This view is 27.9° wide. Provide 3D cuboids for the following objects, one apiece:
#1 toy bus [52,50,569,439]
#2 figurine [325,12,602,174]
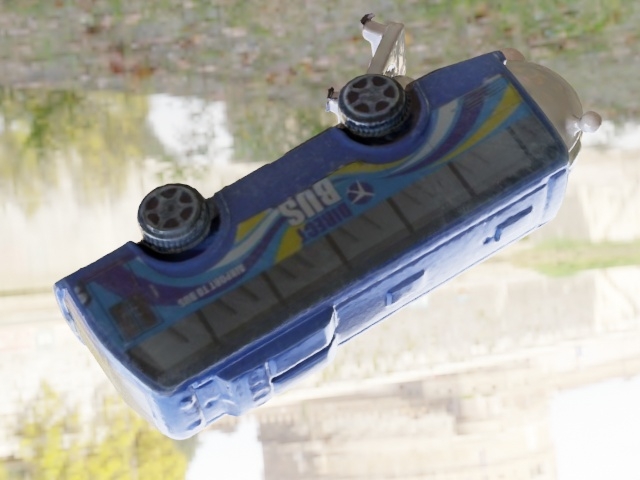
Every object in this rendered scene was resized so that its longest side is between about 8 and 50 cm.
[{"bbox_3d":[0.001,0.000,0.595,0.237,0.094,0.079,-31,149,-12],"label":"toy bus"},{"bbox_3d":[0.143,-0.120,1.219,0.257,0.144,0.182,10,-148,21],"label":"figurine"}]
